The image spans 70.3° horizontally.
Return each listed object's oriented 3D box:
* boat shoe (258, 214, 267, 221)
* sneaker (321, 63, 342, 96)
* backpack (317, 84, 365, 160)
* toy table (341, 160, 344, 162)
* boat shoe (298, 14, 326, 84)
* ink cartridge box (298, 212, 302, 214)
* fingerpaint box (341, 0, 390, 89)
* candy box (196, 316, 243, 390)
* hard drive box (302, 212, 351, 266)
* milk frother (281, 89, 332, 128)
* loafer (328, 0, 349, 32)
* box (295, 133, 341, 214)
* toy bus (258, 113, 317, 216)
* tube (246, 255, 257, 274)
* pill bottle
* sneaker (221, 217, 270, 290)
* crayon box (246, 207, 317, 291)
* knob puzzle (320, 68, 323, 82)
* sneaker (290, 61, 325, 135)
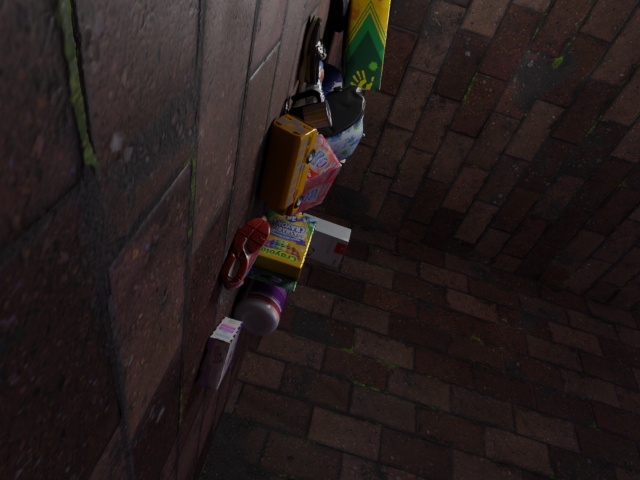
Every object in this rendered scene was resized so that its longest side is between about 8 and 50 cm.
[{"bbox_3d":[-0.208,-0.040,1.617,0.135,0.050,0.045,109,4,-58],"label":"boat shoe"},{"bbox_3d":[0.017,-0.645,2.068,0.182,0.127,0.316,-99,-151,-83],"label":"sneaker"},{"bbox_3d":[0.041,-0.463,1.917,0.273,0.290,0.355,64,-9,-9],"label":"backpack"},{"bbox_3d":[-0.001,-0.482,2.460,0.161,0.252,0.274,-136,-126,-70],"label":"toy table"},{"bbox_3d":[-0.016,-0.591,1.429,0.223,0.073,0.080,109,-2,-52],"label":"boat shoe"},{"bbox_3d":[-0.165,-0.067,2.021,0.176,0.127,0.128,-76,-176,-74],"label":"ink cartridge box"},{"bbox_3d":[0.181,-0.905,1.992,0.445,0.163,0.371,-90,-177,-56],"label":"fingerpaint box"},{"bbox_3d":[-0.321,0.357,1.462,0.196,0.070,0.165,-84,-169,-82],"label":"candy box"},{"bbox_3d":[0.000,0.000,2.072,0.089,0.232,0.181,-74,-177,-47],"label":"hard drive box"},{"bbox_3d":[-0.045,-0.401,1.435,0.143,0.134,0.129,-80,156,-61],"label":"milk frother"},{"bbox_3d":[0.079,-0.906,1.781,0.223,0.076,0.078,96,19,-77],"label":"loafer"},{"bbox_3d":[-0.058,-0.225,1.639,0.154,0.142,0.300,-26,167,-23],"label":"box"},{"bbox_3d":[-0.106,-0.213,1.399,0.130,0.108,0.333,-45,161,-46],"label":"toy bus"},{"bbox_3d":[-0.240,0.049,1.588,0.080,0.052,0.207,-64,179,-60],"label":"tube"},{"bbox_3d":[-0.225,0.218,1.855,0.323,0.181,0.181,-73,-179,-53],"label":"pill bottle"},{"bbox_3d":[-0.223,0.044,1.302,0.221,0.087,0.128,-59,-177,-30],"label":"sneaker"},{"bbox_3d":[-0.149,0.021,1.761,0.083,0.203,0.323,108,-1,-49],"label":"crayon box"},{"bbox_3d":[-0.021,-0.615,1.851,0.213,0.030,0.213,-62,174,-11],"label":"knob puzzle"},{"bbox_3d":[-0.024,-0.489,1.605,0.112,0.131,0.296,72,34,-89],"label":"sneaker"}]
